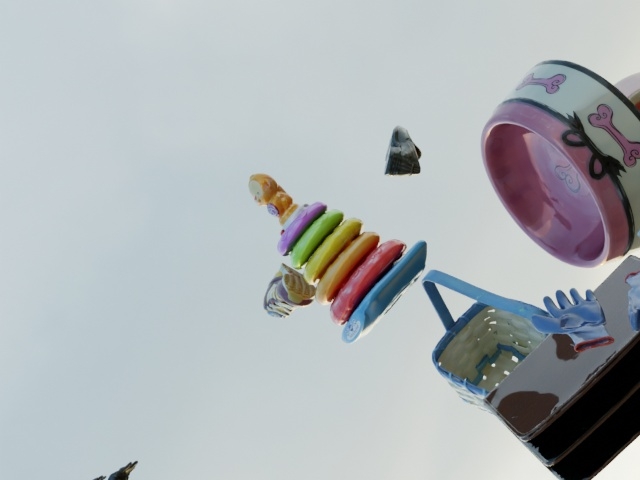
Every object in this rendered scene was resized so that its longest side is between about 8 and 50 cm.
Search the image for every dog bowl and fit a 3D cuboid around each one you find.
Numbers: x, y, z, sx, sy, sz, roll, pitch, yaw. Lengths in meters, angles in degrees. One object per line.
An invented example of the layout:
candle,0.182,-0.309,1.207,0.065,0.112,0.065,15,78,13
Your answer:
dog bowl,0.462,-0.123,2.319,0.150,0.408,0.408,-35,-47,-17

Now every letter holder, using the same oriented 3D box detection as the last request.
letter holder,0.398,0.187,1.691,0.302,0.152,0.214,-45,9,-1

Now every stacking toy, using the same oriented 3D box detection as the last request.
stacking toy,0.000,0.000,1.942,0.166,0.302,0.175,-45,-9,-28

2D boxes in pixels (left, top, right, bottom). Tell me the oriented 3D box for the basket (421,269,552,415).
basket,0.308,0.180,2.157,0.201,0.255,0.289,-50,-41,-19

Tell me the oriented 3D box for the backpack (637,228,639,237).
backpack,0.495,-0.019,1.707,0.105,0.084,0.114,-31,-13,-28

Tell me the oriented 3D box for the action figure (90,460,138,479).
action figure,-0.268,0.471,1.868,0.164,0.276,0.141,-7,-30,-51

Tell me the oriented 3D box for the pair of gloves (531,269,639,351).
pair of gloves,0.360,0.086,1.532,0.159,0.198,0.023,-99,-7,-68

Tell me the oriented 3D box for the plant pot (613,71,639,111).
plant pot,0.657,-0.205,2.437,0.243,0.275,0.275,-18,-64,-80

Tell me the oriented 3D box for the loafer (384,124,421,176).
loafer,0.151,-0.156,2.254,0.170,0.061,0.062,-78,2,-59

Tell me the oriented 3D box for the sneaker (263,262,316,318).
sneaker,-0.054,0.098,2.077,0.084,0.069,0.185,-61,7,7
